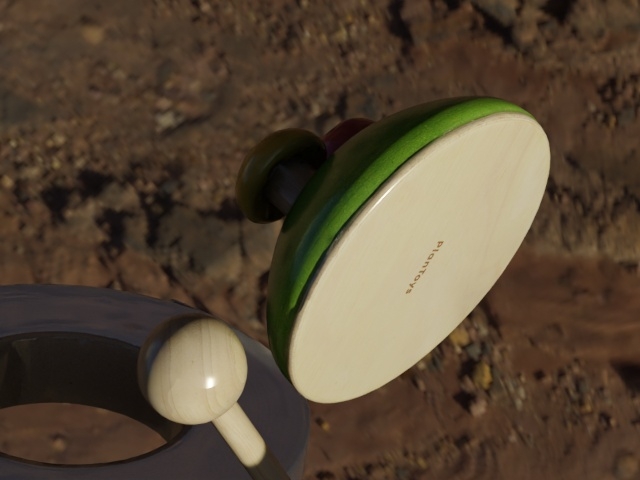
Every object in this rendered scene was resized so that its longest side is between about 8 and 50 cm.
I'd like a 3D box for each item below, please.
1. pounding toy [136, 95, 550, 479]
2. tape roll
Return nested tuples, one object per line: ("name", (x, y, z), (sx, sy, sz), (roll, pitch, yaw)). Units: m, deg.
("pounding toy", (0.000, 0.000, 0.817), (0.237, 0.183, 0.110), (-45, 63, -5))
("tape roll", (-0.202, 0.149, 1.249), (0.392, 0.392, 0.072), (18, 115, 21))
